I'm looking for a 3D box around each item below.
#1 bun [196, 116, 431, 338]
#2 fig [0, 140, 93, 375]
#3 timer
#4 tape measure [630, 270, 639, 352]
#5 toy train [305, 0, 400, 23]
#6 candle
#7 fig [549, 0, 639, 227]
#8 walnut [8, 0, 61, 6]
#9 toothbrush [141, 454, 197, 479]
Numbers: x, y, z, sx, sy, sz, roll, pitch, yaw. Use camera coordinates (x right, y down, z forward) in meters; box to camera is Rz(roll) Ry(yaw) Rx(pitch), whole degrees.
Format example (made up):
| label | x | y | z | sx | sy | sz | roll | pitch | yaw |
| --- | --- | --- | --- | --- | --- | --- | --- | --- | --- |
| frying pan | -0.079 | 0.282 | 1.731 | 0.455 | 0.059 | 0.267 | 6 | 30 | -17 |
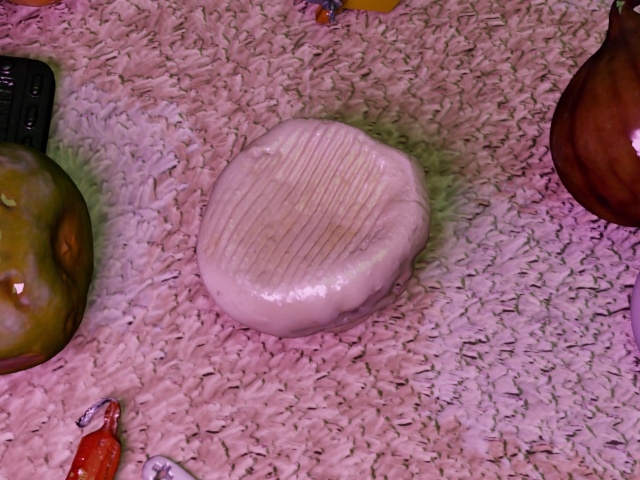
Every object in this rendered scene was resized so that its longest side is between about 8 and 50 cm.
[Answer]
| label | x | y | z | sx | sy | sz | roll | pitch | yaw |
| --- | --- | --- | --- | --- | --- | --- | --- | --- | --- |
| bun | 0.000 | 0.000 | 1.268 | 0.231 | 0.133 | 0.231 | -7 | 54 | 10 |
| fig | -0.342 | 0.019 | 1.188 | 0.275 | 0.206 | 0.206 | -3 | 64 | 13 |
| timer | -0.353 | -0.110 | 1.302 | 0.187 | 0.055 | 0.144 | 5 | 62 | -4 |
| tape measure | 0.395 | 0.074 | 1.311 | 0.196 | 0.105 | 0.178 | 47 | 73 | -7 |
| toy train | 0.026 | -0.323 | 1.457 | 0.127 | 0.089 | 0.219 | 5 | 63 | -20 |
| candle | -0.204 | 0.211 | 1.187 | 0.053 | 0.048 | 0.162 | 36 | 57 | -32 |
| fig | 0.338 | -0.122 | 1.341 | 0.214 | 0.235 | 0.235 | 37 | 64 | 7 |
| walnut | -0.273 | -0.312 | 1.361 | 0.144 | 0.144 | 0.180 | 28 | 53 | 3 |
| toothbrush | 0.002 | 0.303 | 1.180 | 0.386 | 0.040 | 0.040 | 35 | 64 | 7 |
